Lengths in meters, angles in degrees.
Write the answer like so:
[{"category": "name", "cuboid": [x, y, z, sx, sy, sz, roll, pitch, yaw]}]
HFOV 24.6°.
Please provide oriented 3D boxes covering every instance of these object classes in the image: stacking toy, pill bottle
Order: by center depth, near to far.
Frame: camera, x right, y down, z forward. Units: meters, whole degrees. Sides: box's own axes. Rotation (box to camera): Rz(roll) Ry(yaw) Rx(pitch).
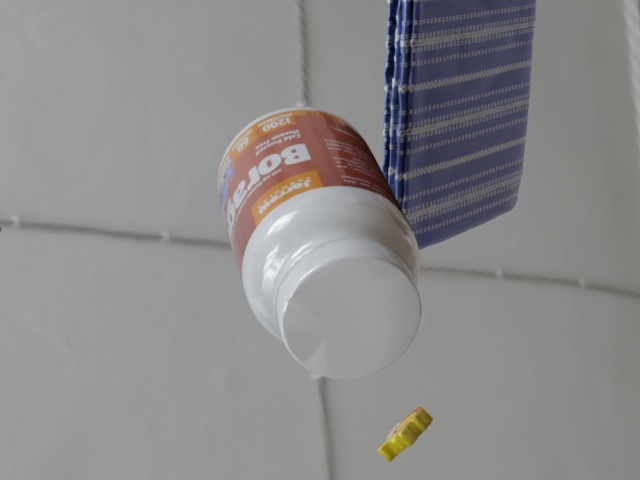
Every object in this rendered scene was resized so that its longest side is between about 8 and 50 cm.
[{"category": "pill bottle", "cuboid": [0.000, 0.000, 1.012, 0.121, 0.121, 0.216, 42, -168, -27]}, {"category": "stacking toy", "cuboid": [0.079, 0.283, 1.442, 0.167, 0.221, 0.052, 46, -148, -2]}]

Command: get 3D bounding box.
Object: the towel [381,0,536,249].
[{"category": "towel", "cuboid": [0.120, -0.169, 1.264, 0.243, 0.040, 0.336, -20, -63, -53]}]
